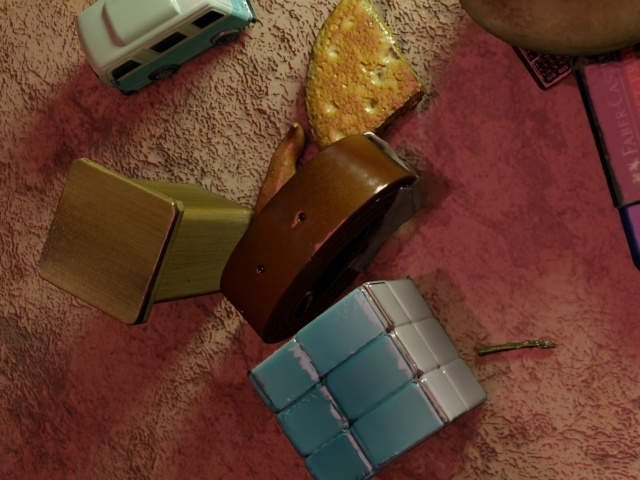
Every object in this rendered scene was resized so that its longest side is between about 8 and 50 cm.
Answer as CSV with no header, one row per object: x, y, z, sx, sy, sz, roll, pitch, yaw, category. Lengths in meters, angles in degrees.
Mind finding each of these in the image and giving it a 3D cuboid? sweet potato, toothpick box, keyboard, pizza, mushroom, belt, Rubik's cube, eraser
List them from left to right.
-0.241,-0.002,1.523,0.190,0.308,0.187,23,99,20,toothpick box
-0.064,-0.088,1.588,0.058,0.055,0.202,24,100,20,sweet potato
0.000,0.000,1.482,0.122,0.217,0.338,46,110,20,belt
0.071,-0.240,1.531,0.197,0.058,0.292,6,95,20,pizza
0.074,0.209,1.451,0.231,0.221,0.224,-38,77,18,Rubik's cube
0.297,-0.333,1.459,0.094,0.025,0.230,-36,79,21,keyboard
0.336,-0.391,1.291,0.352,0.352,0.260,-8,131,21,mushroom
0.451,-0.122,1.359,0.155,0.101,0.332,-17,86,20,eraser

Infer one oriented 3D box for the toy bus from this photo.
-0.261,-0.349,1.600,0.271,0.165,0.133,-26,82,20,toy bus

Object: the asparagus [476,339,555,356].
0.286,0.157,1.478,0.114,0.014,0.015,-10,121,22,asparagus
